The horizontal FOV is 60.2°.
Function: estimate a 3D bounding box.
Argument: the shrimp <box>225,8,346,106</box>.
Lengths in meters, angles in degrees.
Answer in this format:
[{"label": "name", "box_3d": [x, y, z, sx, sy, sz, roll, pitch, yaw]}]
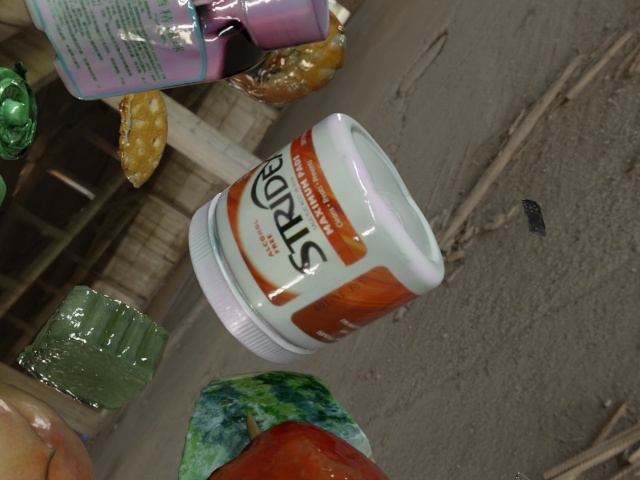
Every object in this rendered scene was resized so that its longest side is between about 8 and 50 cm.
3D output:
[{"label": "shrimp", "box_3d": [-0.114, -0.276, 0.855, 0.317, 0.164, 0.062, -9, 34, 8]}]

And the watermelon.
[{"label": "watermelon", "box_3d": [-0.053, 0.249, 0.612, 0.193, 0.231, 0.310, -31, -4, -11]}]

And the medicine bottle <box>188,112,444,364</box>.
[{"label": "medicine bottle", "box_3d": [0.000, 0.000, 0.722, 0.241, 0.252, 0.252, -33, 21, 19]}]

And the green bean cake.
[{"label": "green bean cake", "box_3d": [-0.420, 0.208, 1.030, 0.227, 0.223, 0.125, -44, 25, 33]}]

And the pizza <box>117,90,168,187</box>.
[{"label": "pizza", "box_3d": [-0.397, -0.242, 1.225, 0.127, 0.058, 0.246, -27, -51, -46]}]

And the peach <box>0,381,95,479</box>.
[{"label": "peach", "box_3d": [-0.309, 0.220, 0.400, 0.292, 0.292, 0.247, -44, 45, 41]}]

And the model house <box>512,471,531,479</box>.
[{"label": "model house", "box_3d": [0.394, 0.571, 1.057, 0.188, 0.122, 0.229, -63, 28, 10]}]

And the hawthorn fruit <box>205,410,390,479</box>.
[{"label": "hawthorn fruit", "box_3d": [-0.020, 0.226, 0.384, 0.189, 0.190, 0.251, -54, 33, 10]}]

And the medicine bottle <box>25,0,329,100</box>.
[{"label": "medicine bottle", "box_3d": [-0.093, -0.171, 0.398, 0.188, 0.094, 0.119, -5, 36, 12]}]

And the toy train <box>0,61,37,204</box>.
[{"label": "toy train", "box_3d": [-0.319, -0.099, 0.412, 0.243, 0.133, 0.188, 105, 173, -60]}]

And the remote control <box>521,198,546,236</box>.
[{"label": "remote control", "box_3d": [0.413, -0.045, 1.062, 0.014, 0.096, 0.039, -47, 42, -15]}]
